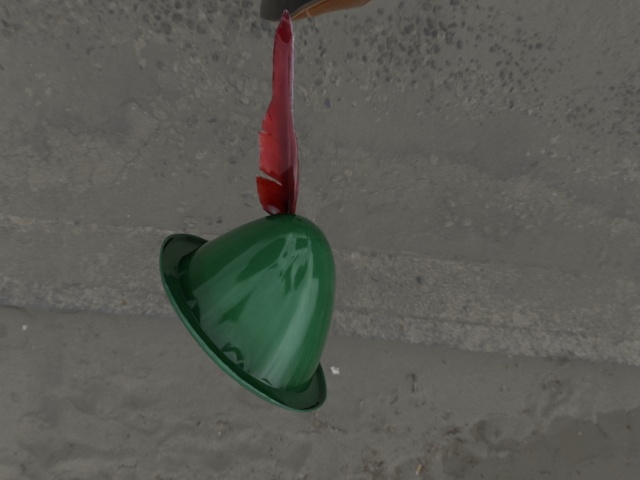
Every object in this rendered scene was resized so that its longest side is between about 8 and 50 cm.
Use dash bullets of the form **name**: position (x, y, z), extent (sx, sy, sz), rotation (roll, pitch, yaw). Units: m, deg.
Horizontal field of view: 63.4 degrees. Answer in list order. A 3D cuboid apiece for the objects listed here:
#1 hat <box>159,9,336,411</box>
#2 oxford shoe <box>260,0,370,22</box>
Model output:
- **hat**: position (0.000, 0.000, 0.388), extent (0.183, 0.208, 0.173), rotation (-42, 51, 9)
- **oxford shoe**: position (0.005, -0.282, 0.590), extent (0.076, 0.212, 0.076), rotation (8, 93, -42)
